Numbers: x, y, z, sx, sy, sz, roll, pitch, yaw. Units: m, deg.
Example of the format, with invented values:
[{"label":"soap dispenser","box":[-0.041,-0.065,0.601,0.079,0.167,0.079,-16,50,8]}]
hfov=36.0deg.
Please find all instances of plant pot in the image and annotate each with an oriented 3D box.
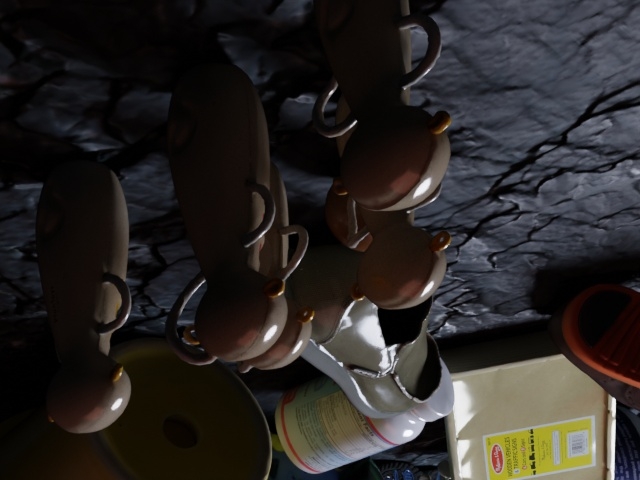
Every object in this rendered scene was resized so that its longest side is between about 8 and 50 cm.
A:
[{"label":"plant pot","box":[-0.166,0.216,0.819,0.254,0.254,0.239,11,133,-36]}]

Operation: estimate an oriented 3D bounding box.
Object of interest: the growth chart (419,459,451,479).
[{"label":"growth chart","box":[0.265,0.325,1.296,0.237,0.172,0.021,-7,115,-24]}]

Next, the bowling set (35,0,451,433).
[{"label":"bowling set","box":[0.000,0.000,0.516,0.200,0.154,0.287,16,145,-41]}]

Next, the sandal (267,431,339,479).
[{"label":"sandal","box":[-0.130,0.306,1.113,0.317,0.138,0.126,-15,152,6]}]

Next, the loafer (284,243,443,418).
[{"label":"loafer","box":[0.049,0.071,0.746,0.087,0.094,0.251,-16,154,21]}]

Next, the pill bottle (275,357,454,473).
[{"label":"pill bottle","box":[0.042,0.156,0.924,0.160,0.087,0.087,-27,149,31]}]

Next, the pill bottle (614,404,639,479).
[{"label":"pill bottle","box":[0.315,0.279,1.196,0.265,0.153,0.153,-3,153,-14]}]

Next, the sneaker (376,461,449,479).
[{"label":"sneaker","box":[0.114,0.356,1.363,0.081,0.080,0.211,-28,148,29]}]

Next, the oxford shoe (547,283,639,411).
[{"label":"oxford shoe","box":[0.326,0.126,0.869,0.271,0.097,0.098,34,166,1]}]

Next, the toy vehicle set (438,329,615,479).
[{"label":"toy vehicle set","box":[0.214,0.206,1.004,0.166,0.035,0.267,-10,125,1]}]

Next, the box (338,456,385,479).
[{"label":"box","box":[-0.031,0.343,1.118,0.232,0.058,0.322,-33,174,-1]}]
